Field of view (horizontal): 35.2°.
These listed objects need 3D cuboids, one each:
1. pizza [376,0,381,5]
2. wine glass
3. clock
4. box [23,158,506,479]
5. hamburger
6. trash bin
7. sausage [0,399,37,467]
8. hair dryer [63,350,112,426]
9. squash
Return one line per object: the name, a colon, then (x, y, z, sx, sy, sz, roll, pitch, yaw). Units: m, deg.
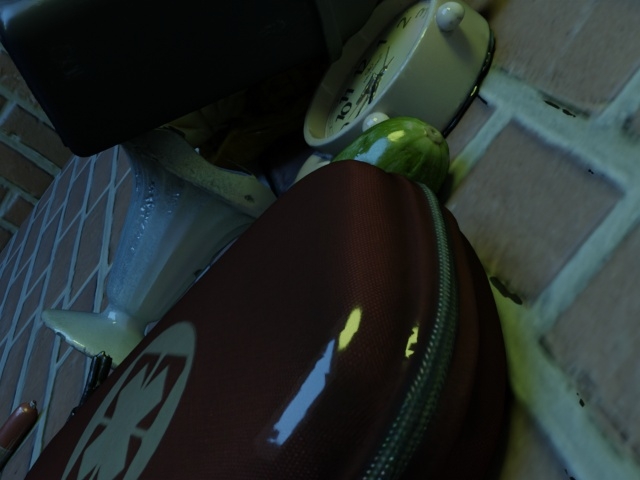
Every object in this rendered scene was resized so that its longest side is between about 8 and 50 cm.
pizza: (0.110, -0.345, 0.875, 0.440, 0.130, 0.406, 145, 136, -89)
wine glass: (-0.131, 0.010, 0.853, 0.196, 0.165, 0.165, -63, 19, 2)
clock: (0.058, -0.117, 0.744, 0.229, 0.063, 0.155, -58, 22, 0)
box: (-0.067, 0.132, 0.557, 0.404, 0.108, 0.263, -45, 22, 24)
hamburger: (-0.059, -0.216, 1.031, 0.318, 0.158, 0.319, -44, 24, 25)
trash bin: (-0.104, -0.205, 0.784, 0.290, 0.182, 0.209, -28, 42, -6)
sausage: (-0.412, 0.282, 1.235, 0.223, 0.029, 0.029, -52, 20, 7)
hair dryer: (-0.205, 0.177, 0.814, 0.195, 0.075, 0.219, -89, 23, -72)
squash: (0.000, 0.000, 0.683, 0.229, 0.066, 0.066, -46, 22, 30)
